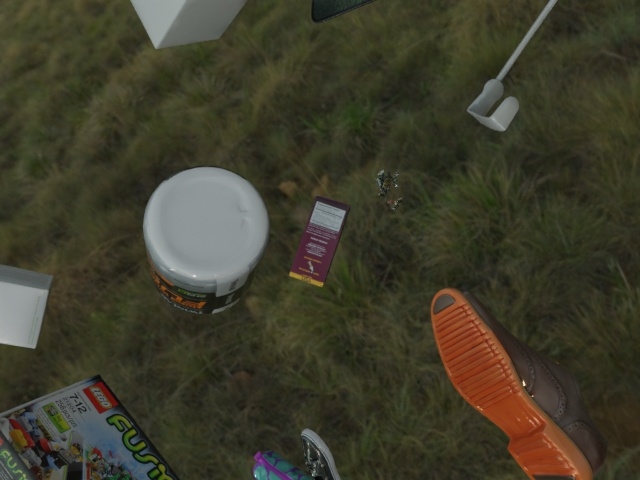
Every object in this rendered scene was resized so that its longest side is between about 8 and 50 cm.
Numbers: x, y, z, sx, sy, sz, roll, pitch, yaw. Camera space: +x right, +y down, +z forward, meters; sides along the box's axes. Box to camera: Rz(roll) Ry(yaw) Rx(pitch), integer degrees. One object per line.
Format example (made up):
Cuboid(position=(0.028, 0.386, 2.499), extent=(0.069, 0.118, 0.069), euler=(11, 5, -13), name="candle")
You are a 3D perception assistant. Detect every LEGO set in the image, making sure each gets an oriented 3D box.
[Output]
Cuboid(position=(0.111, -0.087, 1.119), extent=(0.054, 0.083, 0.024), euler=(-36, 37, -31), name="LEGO set")

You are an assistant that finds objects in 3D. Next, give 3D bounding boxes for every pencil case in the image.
Cuboid(position=(-0.058, 0.434, 1.220), extent=(0.152, 0.070, 0.064), euler=(10, 54, 50), name="pencil case")

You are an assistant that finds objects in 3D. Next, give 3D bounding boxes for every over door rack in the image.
Cuboid(position=(0.145, -0.303, 0.654), extent=(0.324, 0.240, 0.108), euler=(-59, 20, -10), name="over door rack")

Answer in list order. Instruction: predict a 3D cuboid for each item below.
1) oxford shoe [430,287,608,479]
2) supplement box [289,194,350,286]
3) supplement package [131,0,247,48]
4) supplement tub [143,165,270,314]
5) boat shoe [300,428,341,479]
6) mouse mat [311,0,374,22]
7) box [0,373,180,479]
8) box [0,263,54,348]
Cuboid(position=(0.309, 0.217, 1.063), extent=(0.133, 0.363, 0.130), euler=(-30, -7, -35), name="oxford shoe")
Cuboid(position=(0.000, 0.000, 1.495), extent=(0.104, 0.081, 0.188), euler=(-21, -50, -88), name="supplement box")
Cuboid(position=(-0.149, -0.330, 0.819), extent=(0.105, 0.105, 0.179), euler=(-25, -4, -39), name="supplement package")
Cuboid(position=(-0.119, 0.010, 0.692), extent=(0.117, 0.117, 0.190), euler=(-51, -3, -21), name="supplement tub")
Cuboid(position=(-0.002, 0.382, 1.136), extent=(0.049, 0.142, 0.040), euler=(-1, 29, 48), name="boat shoe")
Cuboid(position=(0.056, -0.352, 0.793), extent=(0.153, 0.007, 0.189), euler=(-12, 62, 32), name="mouse mat")
Cuboid(position=(-0.140, 0.197, 0.474), extent=(0.036, 0.207, 0.114), euler=(-44, -9, 16), name="box")
Cuboid(position=(-0.479, 0.101, 1.049), extent=(0.087, 0.102, 0.101), euler=(-141, 66, -71), name="box")
